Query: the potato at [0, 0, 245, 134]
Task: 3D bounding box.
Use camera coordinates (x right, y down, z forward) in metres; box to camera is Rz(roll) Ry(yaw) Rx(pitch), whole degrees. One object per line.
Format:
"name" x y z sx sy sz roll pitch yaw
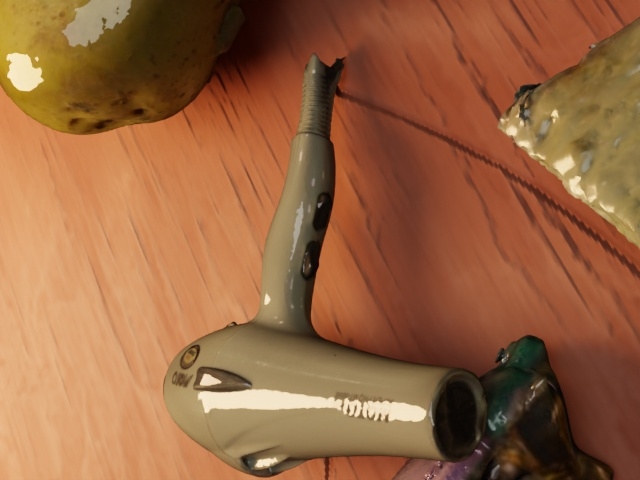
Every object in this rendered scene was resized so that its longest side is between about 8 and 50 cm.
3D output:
"potato" -0.128 -0.189 0.585 0.197 0.149 0.228 -14 74 38

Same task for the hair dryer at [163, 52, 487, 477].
"hair dryer" 0.017 0.020 0.489 0.229 0.092 0.267 22 91 51

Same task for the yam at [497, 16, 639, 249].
"yam" 0.254 -0.060 0.344 0.271 0.201 0.202 -46 45 18

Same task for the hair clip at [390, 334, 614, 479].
"hair clip" 0.008 0.199 0.479 0.359 0.095 0.110 -41 36 8
